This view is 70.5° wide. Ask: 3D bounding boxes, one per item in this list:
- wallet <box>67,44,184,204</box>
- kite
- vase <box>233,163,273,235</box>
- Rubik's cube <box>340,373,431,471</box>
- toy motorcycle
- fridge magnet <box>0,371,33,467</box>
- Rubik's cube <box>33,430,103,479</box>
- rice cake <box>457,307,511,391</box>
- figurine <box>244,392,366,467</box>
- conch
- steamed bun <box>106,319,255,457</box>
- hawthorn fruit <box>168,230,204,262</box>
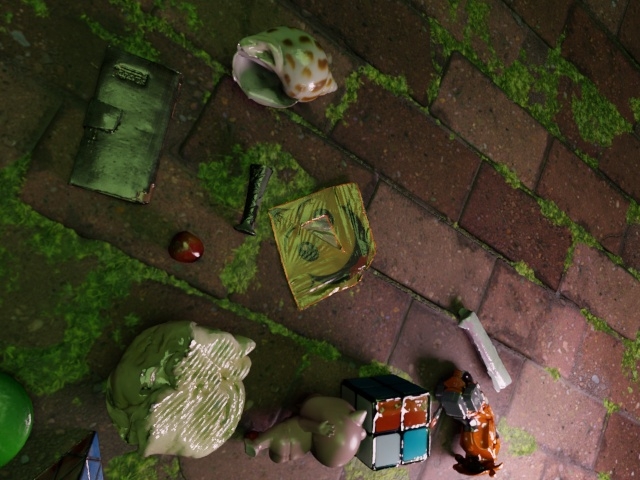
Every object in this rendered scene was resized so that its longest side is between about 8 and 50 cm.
[{"bbox_3d":[-0.416,-0.247,0.980,0.168,0.044,0.317,16,82,-23],"label":"wallet"},{"bbox_3d":[0.001,0.000,1.186,0.327,0.013,0.378,31,79,-21],"label":"kite"},{"bbox_3d":[-0.161,-0.097,1.089,0.059,0.059,0.167,17,82,-24],"label":"vase"},{"bbox_3d":[0.164,0.461,1.170,0.183,0.167,0.180,0,90,-24],"label":"Rubik's cube"},{"bbox_3d":[0.439,0.549,1.321,0.221,0.147,0.326,-41,109,-43],"label":"toy motorcycle"},{"bbox_3d":[-0.651,0.338,0.836,0.207,0.088,0.208,0,90,-25],"label":"fridge magnet"},{"bbox_3d":[-0.476,0.521,0.934,0.191,0.211,0.178,-61,137,-39],"label":"Rubik's cube"},{"bbox_3d":[0.497,0.340,1.391,0.081,0.051,0.290,-39,103,-30],"label":"rice cake"},{"bbox_3d":[-0.038,0.438,1.059,0.287,0.186,0.176,-8,123,-10],"label":"figurine"},{"bbox_3d":[-0.071,-0.411,1.085,0.274,0.182,0.149,26,45,-24],"label":"conch"},{"bbox_3d":[-0.300,0.296,0.952,0.280,0.207,0.268,28,76,-49],"label":"steamed bun"},{"bbox_3d":[-0.301,0.017,1.015,0.077,0.077,0.077,0,89,-25],"label":"hawthorn fruit"}]
